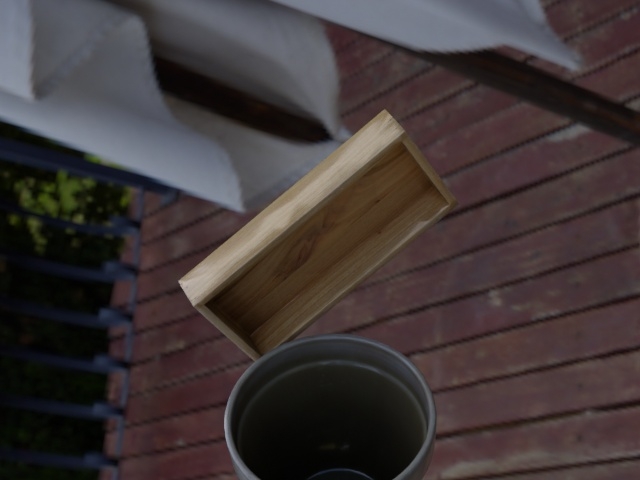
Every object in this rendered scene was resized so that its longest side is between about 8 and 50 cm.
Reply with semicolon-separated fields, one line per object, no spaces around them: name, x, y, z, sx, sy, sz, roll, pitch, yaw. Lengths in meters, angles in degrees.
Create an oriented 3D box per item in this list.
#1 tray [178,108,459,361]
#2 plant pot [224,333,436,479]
tray;0.000;0.000;2.099;0.411;0.203;0.076;-39;46;4
plant pot;0.021;0.355;2.121;0.280;0.323;0.323;85;170;-46
